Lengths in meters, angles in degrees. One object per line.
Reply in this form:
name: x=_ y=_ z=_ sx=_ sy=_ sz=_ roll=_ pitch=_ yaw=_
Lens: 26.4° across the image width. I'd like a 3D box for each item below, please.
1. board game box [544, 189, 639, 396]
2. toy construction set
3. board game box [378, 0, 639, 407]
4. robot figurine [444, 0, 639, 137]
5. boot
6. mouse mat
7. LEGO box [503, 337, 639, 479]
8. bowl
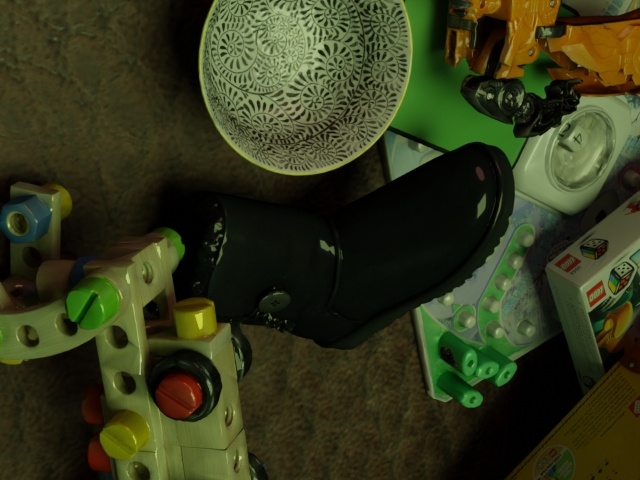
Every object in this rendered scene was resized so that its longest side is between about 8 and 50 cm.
board game box: x=0.358 y=0.012 z=1.298 sx=0.305 sy=0.053 sz=0.193 roll=-37 pitch=131 yaw=-15
toy construction set: x=-0.149 y=0.119 z=0.964 sx=0.151 sy=0.215 sz=0.327 roll=-62 pitch=147 yaw=-50
board game box: x=0.237 y=-0.082 z=1.237 sx=0.390 sy=0.050 sz=0.390 roll=-28 pitch=125 yaw=-23
robot figurine: x=0.206 y=-0.192 z=1.064 sx=0.291 sy=0.085 sz=0.211 roll=-9 pitch=112 yaw=-35
boot: x=0.000 y=0.000 z=1.026 sx=0.207 sy=0.094 sz=0.246 roll=11 pitch=140 yaw=-40
mouse mat: x=0.121 y=-0.142 z=1.086 sx=0.190 sy=0.007 sz=0.152 roll=19 pitch=99 yaw=-39
LEGO box: x=0.310 y=0.366 z=1.322 sx=0.372 sy=0.193 sz=0.500 roll=29 pitch=108 yaw=-37
bowl: x=-0.025 y=-0.138 z=0.994 sx=0.170 sy=0.080 sz=0.170 roll=-8 pitch=108 yaw=-27
